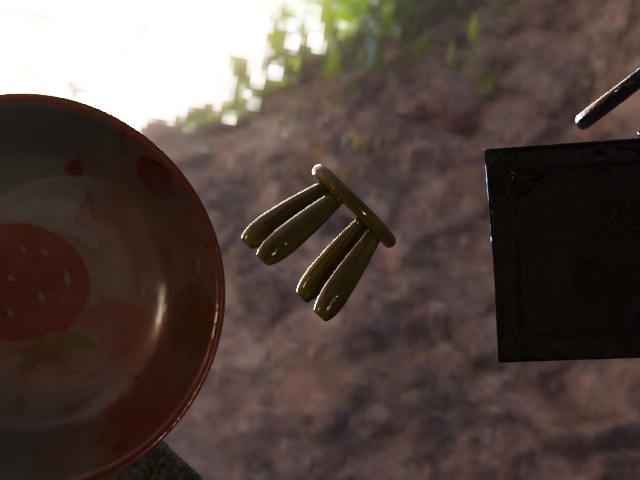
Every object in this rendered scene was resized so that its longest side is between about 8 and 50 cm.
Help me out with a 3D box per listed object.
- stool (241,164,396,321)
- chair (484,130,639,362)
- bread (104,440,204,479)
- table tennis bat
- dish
[{"bbox_3d":[0.000,0.000,1.788,0.135,0.110,0.134,43,177,27],"label":"stool"},{"bbox_3d":[0.182,0.007,1.179,0.141,0.154,0.260,-4,-178,16],"label":"chair"},{"bbox_3d":[-0.150,0.273,1.300,0.184,0.110,0.234,42,-130,8],"label":"bread"},{"bbox_3d":[0.279,-0.149,1.472,0.027,0.150,0.236,52,167,1],"label":"table tennis bat"},{"bbox_3d":[-0.189,0.036,1.208,0.260,0.260,0.085,11,179,3],"label":"dish"}]
